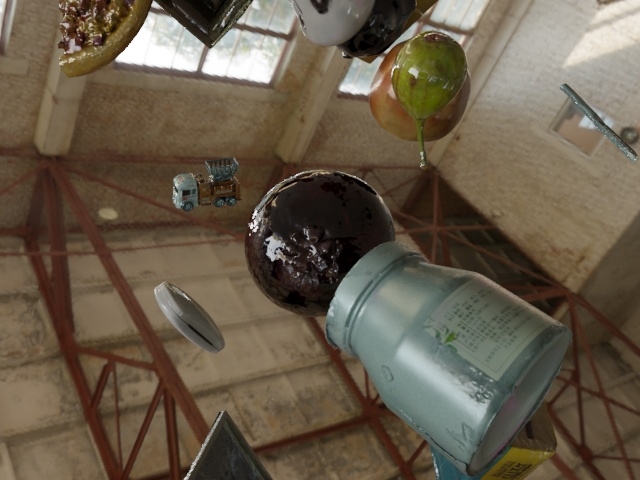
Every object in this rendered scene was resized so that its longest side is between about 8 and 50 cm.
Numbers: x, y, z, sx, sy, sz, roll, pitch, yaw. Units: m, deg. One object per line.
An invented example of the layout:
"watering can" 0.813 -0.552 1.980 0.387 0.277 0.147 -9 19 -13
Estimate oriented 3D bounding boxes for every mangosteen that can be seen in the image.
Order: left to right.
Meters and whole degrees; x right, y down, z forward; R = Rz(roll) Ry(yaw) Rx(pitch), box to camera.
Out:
"mangosteen" 0.001 0.009 1.325 0.297 0.297 0.293 34 172 13

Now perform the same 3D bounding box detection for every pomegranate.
"pomegranate" 0.242 -0.371 1.598 0.229 0.270 0.252 29 -144 21

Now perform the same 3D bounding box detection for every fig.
"fig" 0.116 -0.167 0.809 0.093 0.166 0.093 16 -154 -8

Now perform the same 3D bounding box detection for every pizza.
"pizza" -0.477 -0.491 1.399 0.228 0.289 0.081 50 -167 9

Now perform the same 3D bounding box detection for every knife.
"knife" 0.415 -0.177 1.004 0.028 0.015 0.210 25 -150 -37

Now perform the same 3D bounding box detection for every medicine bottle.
"medicine bottle" 0.173 0.154 0.981 0.290 0.244 0.245 33 -152 31

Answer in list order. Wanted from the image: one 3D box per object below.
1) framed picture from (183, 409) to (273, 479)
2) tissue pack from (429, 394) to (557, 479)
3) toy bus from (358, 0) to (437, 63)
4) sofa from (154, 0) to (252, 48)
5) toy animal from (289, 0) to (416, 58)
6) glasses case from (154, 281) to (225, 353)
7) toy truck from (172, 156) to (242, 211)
"framed picture" -0.171 0.473 1.266 0.208 0.019 0.281 58 -163 -12
"tissue pack" 0.339 0.402 1.354 0.134 0.270 0.192 10 -136 -16
"toy bus" 0.187 -0.572 1.584 0.123 0.336 0.121 58 -155 16
"sofa" -0.237 -0.577 1.475 0.200 0.258 0.182 40 -144 -17
"toy animal" 0.040 -0.431 1.177 0.235 0.165 0.187 2 -103 -53
"glasses case" -0.212 0.130 1.106 0.074 0.049 0.193 50 176 33
"toy truck" -0.304 -0.149 1.786 0.178 0.115 0.080 -11 -146 -20
